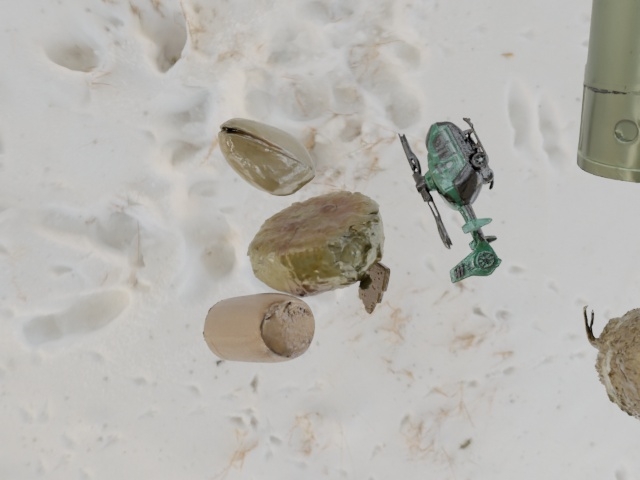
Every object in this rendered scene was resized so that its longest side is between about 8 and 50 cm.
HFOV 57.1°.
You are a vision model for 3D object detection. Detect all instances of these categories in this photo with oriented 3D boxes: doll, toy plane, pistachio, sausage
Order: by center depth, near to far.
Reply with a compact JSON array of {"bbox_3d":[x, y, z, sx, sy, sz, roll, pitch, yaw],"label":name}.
[{"bbox_3d":[0.298,0.105,0.462,0.115,0.221,0.105,28,87,-7],"label":"doll"},{"bbox_3d":[-0.092,-0.141,0.985,0.185,0.126,0.108,24,85,-30],"label":"pistachio"},{"bbox_3d":[-0.108,0.155,1.034,0.123,0.253,0.123,5,80,-31],"label":"sausage"},{"bbox_3d":[0.267,-0.102,1.152,0.155,0.382,0.106,-24,152,14],"label":"toy plane"}]

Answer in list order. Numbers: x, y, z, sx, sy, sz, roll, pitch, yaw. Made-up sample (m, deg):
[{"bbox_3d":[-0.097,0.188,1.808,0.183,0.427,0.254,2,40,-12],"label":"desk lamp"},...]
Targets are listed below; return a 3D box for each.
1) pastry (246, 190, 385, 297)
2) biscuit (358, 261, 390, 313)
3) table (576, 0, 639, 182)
[{"bbox_3d":[0.000,0.000,1.297,0.329,0.330,0.136,-23,115,-8],"label":"pastry"},{"bbox_3d":[0.119,0.093,1.280,0.019,0.130,0.119,5,61,-24],"label":"biscuit"},{"bbox_3d":[0.271,-0.165,0.447,0.126,0.126,0.220,-10,112,-12],"label":"table"}]
